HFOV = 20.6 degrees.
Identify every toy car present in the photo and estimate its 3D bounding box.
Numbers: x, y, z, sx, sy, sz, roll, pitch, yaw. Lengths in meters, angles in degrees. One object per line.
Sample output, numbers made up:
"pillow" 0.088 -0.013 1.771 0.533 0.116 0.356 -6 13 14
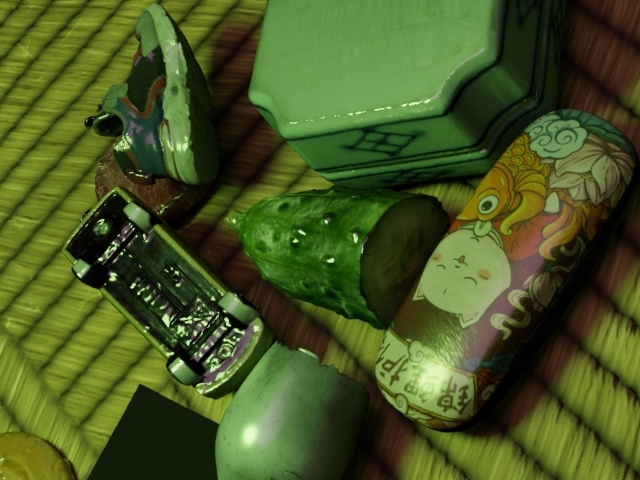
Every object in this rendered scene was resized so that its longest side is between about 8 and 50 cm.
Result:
"toy car" -0.139 0.059 1.744 0.101 0.124 0.257 -49 58 2

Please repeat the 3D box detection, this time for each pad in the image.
"pad" -0.147 0.228 1.731 0.190 0.004 0.127 21 78 40

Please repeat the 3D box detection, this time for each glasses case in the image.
"glasses case" 0.168 0.026 1.579 0.122 0.082 0.321 30 84 39

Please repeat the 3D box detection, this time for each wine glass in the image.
"wine glass" -0.051 0.218 1.594 0.126 0.126 0.241 22 81 40

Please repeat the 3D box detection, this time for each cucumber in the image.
"cucumber" 0.001 0.003 1.682 0.244 0.134 0.134 15 74 42

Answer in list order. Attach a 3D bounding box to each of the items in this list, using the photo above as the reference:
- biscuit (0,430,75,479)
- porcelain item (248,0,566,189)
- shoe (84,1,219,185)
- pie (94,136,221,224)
"biscuit" -0.358 0.272 1.829 0.224 0.033 0.144 -35 51 12
"porcelain item" 0.091 -0.198 1.705 0.286 0.157 0.281 -9 59 31
"shoe" -0.182 -0.141 1.848 0.126 0.099 0.227 -21 55 11
"pie" -0.176 -0.073 1.894 0.154 0.036 0.154 -16 56 24
